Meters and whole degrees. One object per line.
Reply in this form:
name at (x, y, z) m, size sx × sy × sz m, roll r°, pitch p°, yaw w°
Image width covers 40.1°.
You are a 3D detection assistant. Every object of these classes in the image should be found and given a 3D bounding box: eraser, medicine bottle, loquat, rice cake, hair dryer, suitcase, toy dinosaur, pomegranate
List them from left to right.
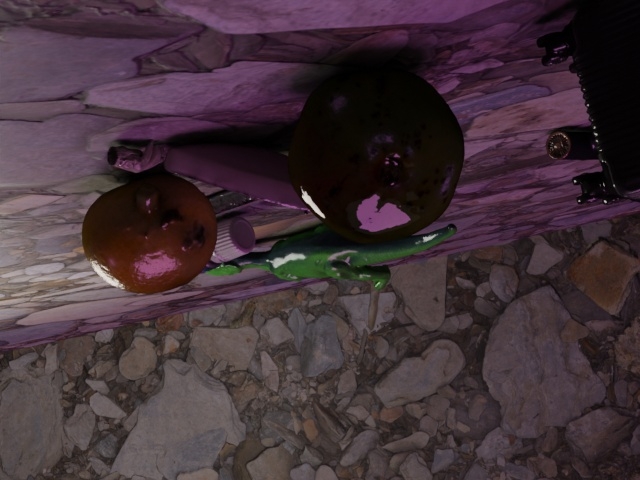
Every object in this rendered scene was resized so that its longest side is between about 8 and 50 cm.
loquat at (-0.216, -0.012, 1.119) m, size 0.172 × 0.149 × 0.204 m, roll -8°, pitch 157°, yaw -16°
medicine bottle at (-0.208, 0.013, 1.542) m, size 0.203 × 0.083 × 0.083 m, roll -19°, pitch 169°, yaw 37°
rice cake at (-0.111, -0.066, 1.295) m, size 0.208 × 0.033 × 0.033 m, roll -16°, pitch -179°, yaw 33°
eraser at (-0.071, -0.082, 1.050) m, size 0.243 × 0.059 × 0.204 m, roll 12°, pitch -173°, yaw -37°
toy dinosaur at (0.000, 0.000, 1.747) m, size 0.375 × 0.143 × 0.500 m, roll 4°, pitch 164°, yaw -21°
pomegranate at (0.051, -0.091, 0.913) m, size 0.182 × 0.181 × 0.224 m, roll -10°, pitch -168°, yaw -9°
hair dryer at (0.475, -0.174, 1.358) m, size 0.173 × 0.050 × 0.195 m, roll -7°, pitch 168°, yaw -47°
suitcase at (0.364, -0.150, 0.772) m, size 0.312 × 0.202 × 0.128 m, roll -17°, pitch 171°, yaw 37°

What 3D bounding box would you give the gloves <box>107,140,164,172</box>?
gloves at (-0.210, -0.093, 0.975) m, size 0.081 × 0.037 × 0.044 m, roll -12°, pitch -150°, yaw -35°
